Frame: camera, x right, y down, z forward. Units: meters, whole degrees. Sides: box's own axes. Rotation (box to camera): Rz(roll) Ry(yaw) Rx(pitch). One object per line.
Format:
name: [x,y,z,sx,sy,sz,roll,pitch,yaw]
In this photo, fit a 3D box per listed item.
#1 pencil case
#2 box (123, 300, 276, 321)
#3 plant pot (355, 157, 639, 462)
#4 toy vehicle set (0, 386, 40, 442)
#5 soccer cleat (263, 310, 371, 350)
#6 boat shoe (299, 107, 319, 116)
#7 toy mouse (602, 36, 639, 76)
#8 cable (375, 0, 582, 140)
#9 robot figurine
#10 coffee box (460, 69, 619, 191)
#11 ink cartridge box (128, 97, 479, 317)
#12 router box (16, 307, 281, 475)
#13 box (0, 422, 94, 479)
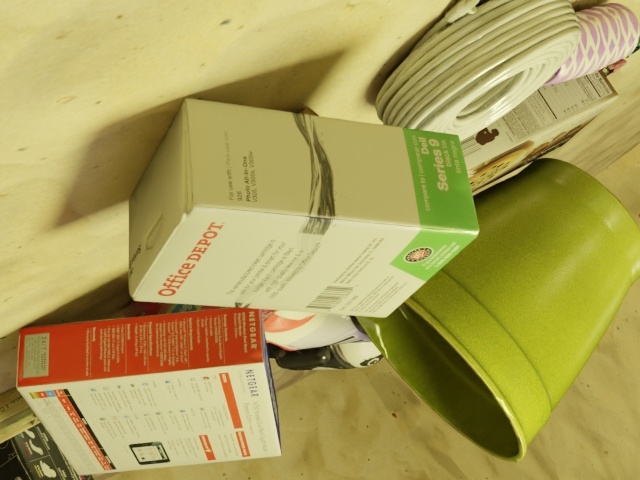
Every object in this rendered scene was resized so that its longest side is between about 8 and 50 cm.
pencil case: [0.336,-0.260,1.408,0.206,0.086,0.088,-20,-161,-40]
box: [-0.144,0.076,1.457,0.128,0.122,0.257,-20,164,-44]
plant pot: [0.284,0.073,1.588,0.353,0.366,0.366,-41,172,-14]
toy vehicle set: [-0.476,0.268,1.626,0.267,0.035,0.166,-27,168,-27]
soccer cleat: [-0.013,0.134,1.770,0.318,0.108,0.116,16,121,-49]
boat shoe: [-0.006,-0.077,1.224,0.092,0.103,0.285,-37,175,3]
toy mouse: [0.486,-0.304,1.764,0.143,0.031,0.161,-28,169,-18]
cable: [0.187,-0.197,1.243,0.257,0.089,0.257,-19,163,-50]
robot figurine: [0.009,0.160,1.999,0.278,0.209,0.173,-7,152,33]
coffee box: [0.245,-0.160,1.493,0.297,0.119,0.168,-26,169,-27]
ink cartridge box: [-0.026,-0.023,1.051,0.289,0.121,0.211,6,152,-24]
router box: [-0.213,0.212,1.431,0.301,0.082,0.335,-5,149,-2]
box: [-0.539,0.434,1.857,0.247,0.163,0.142,-36,167,24]
